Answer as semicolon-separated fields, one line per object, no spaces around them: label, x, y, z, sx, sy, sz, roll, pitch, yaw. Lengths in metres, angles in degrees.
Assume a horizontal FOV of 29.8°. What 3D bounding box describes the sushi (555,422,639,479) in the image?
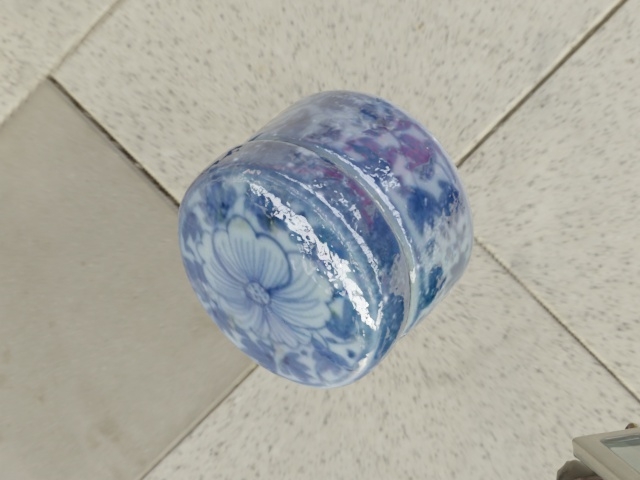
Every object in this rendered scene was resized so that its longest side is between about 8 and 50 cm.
sushi;0.287;0.246;0.921;0.204;0.213;0.200;12;79;38

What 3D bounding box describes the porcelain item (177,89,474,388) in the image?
porcelain item;0.000;0.000;0.684;0.147;0.147;0.114;49;51;2

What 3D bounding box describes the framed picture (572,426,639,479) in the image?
framed picture;0.305;0.153;0.744;0.213;0.289;0.016;-8;98;-6
